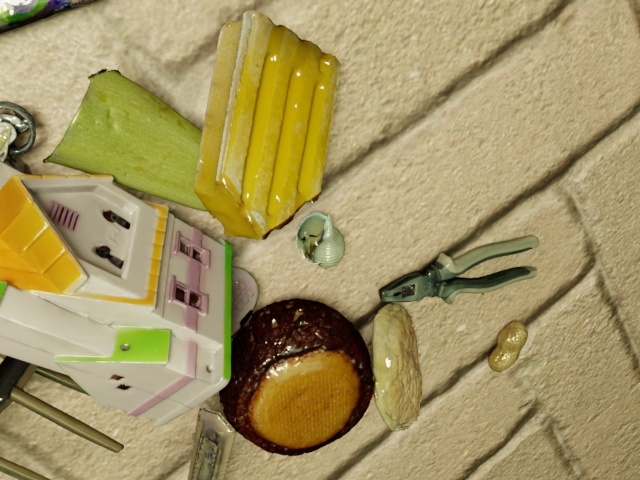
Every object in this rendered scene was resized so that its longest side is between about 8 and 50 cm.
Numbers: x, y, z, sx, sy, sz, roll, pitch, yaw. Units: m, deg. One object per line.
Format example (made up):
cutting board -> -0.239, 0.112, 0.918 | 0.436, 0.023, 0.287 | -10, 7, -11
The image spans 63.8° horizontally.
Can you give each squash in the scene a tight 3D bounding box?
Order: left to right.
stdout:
squash -> -0.185, -0.109, 0.670 | 0.287, 0.137, 0.137 | 22, 101, -38

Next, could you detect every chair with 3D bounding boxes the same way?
chair -> -0.378, 0.168, 0.641 | 0.272, 0.166, 0.188 | 39, 120, -22

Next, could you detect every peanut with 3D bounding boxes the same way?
peanut -> 0.368, 0.210, 1.011 | 0.054, 0.054, 0.113 | 17, 104, -24

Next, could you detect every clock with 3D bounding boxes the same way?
clock -> -0.266, 0.043, 0.585 | 0.166, 0.235, 0.309 | -35, 130, 24

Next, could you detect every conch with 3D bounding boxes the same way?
conch -> 0.000, 0.002, 0.796 | 0.076, 0.056, 0.085 | -1, 80, -2

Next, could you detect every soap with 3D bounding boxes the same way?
soap -> -0.066, -0.128, 0.649 | 0.160, 0.080, 0.258 | 13, 86, -43

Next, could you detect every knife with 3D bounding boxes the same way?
knife -> -0.197, 0.397, 0.812 | 0.089, 0.043, 0.365 | 22, 120, 5

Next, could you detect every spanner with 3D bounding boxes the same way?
spanner -> 0.253, 0.062, 0.919 | 0.324, 0.040, 0.096 | -12, 112, -17

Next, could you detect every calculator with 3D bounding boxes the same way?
calculator -> -0.163, 0.108, 0.756 | 0.166, 0.103, 0.024 | -44, 163, -15

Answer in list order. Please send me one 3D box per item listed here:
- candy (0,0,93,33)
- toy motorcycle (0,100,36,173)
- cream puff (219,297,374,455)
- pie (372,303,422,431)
candy -> -0.290, -0.307, 0.572 | 0.312, 0.061, 0.088 | -25, 113, -10
toy motorcycle -> -0.434, -0.076, 0.600 | 0.151, 0.074, 0.229 | 21, 110, -31
cream puff -> -0.040, 0.202, 0.794 | 0.239, 0.165, 0.239 | -7, 112, -17
pie -> 0.129, 0.220, 0.864 | 0.052, 0.185, 0.218 | -6, 115, 21
